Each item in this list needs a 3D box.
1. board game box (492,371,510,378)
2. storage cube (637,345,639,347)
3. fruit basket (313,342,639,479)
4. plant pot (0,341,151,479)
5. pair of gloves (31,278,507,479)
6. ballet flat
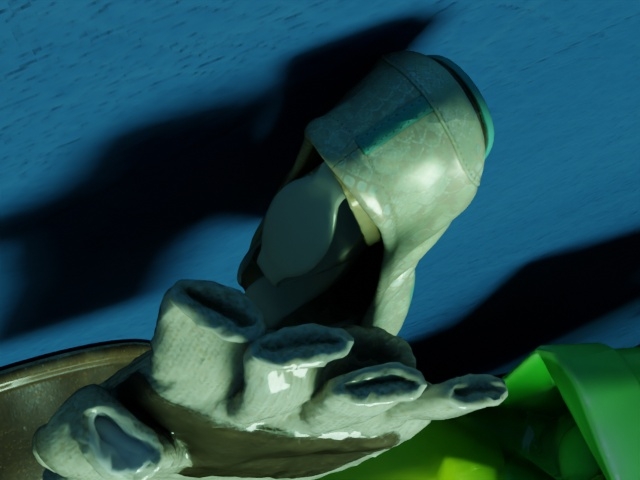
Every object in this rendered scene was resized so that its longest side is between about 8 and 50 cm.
[{"bbox_3d":[0.163,0.105,1.213,0.186,0.026,0.126,-13,155,36],"label":"board game box"},{"bbox_3d":[0.333,0.165,1.616,0.215,0.183,0.193,-29,167,31],"label":"storage cube"},{"bbox_3d":[0.092,0.194,1.035,0.392,0.283,0.392,-21,167,-5],"label":"fruit basket"},{"bbox_3d":[-0.108,0.146,0.741,0.167,0.165,0.167,-22,169,-5],"label":"plant pot"},{"bbox_3d":[-0.093,0.056,0.532,0.240,0.042,0.204,3,160,-25],"label":"pair of gloves"},{"bbox_3d":[0.000,0.000,0.548,0.052,0.057,0.168,-33,165,-23],"label":"ballet flat"}]
